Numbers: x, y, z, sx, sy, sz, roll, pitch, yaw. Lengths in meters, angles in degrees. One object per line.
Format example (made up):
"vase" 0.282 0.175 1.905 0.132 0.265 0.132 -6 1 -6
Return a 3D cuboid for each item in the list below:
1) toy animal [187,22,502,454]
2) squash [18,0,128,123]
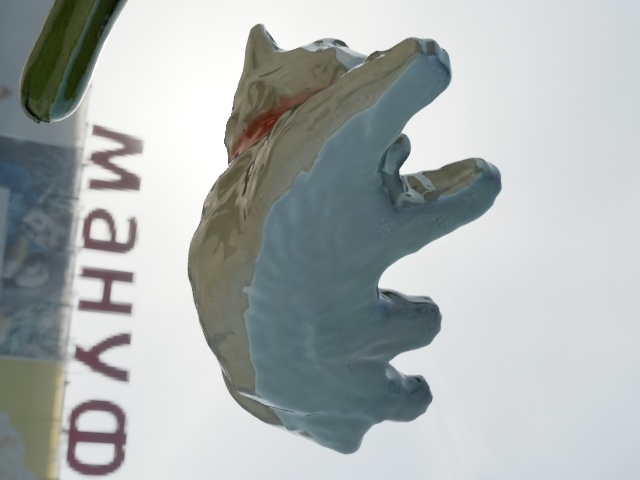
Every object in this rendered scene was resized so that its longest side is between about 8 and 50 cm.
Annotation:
"toy animal" 0.000 0.000 0.773 0.266 0.308 0.188 -45 -133 -2
"squash" -0.169 -0.164 0.732 0.183 0.052 0.052 -58 -149 15
